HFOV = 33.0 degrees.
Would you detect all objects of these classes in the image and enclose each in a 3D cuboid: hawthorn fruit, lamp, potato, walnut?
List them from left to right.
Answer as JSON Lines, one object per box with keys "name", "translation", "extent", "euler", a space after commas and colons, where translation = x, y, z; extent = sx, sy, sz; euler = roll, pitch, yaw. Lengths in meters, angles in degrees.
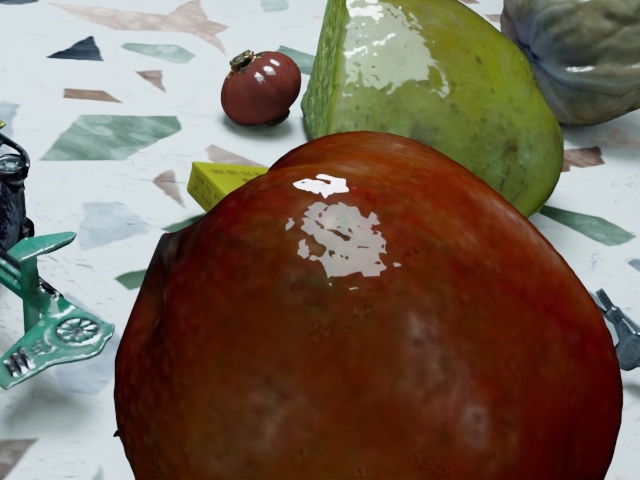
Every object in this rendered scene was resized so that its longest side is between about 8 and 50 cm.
{"name": "lamp", "translation": [-0.070, -0.177, 1.252], "extent": [0.101, 0.090, 0.101], "euler": [-26, 23, 12]}
{"name": "hawthorn fruit", "translation": [0.032, 0.072, 0.674], "extent": [0.311, 0.295, 0.295], "euler": [9, 29, -9]}
{"name": "potato", "translation": [0.136, -0.161, 1.142], "extent": [0.280, 0.213, 0.330], "euler": [13, 21, -7]}
{"name": "walnut", "translation": [0.354, -0.271, 1.391], "extent": [0.248, 0.248, 0.248], "euler": [8, 30, -5]}

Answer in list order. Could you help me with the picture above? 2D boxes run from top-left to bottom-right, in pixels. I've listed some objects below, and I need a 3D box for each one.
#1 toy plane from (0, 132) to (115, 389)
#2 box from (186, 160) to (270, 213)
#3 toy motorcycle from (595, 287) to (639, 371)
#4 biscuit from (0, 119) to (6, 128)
{"name": "toy plane", "translation": [-0.292, -0.004, 0.876], "extent": [0.381, 0.106, 0.155], "euler": [32, 42, 31]}
{"name": "box", "translation": [0.000, 0.000, 0.977], "extent": [0.153, 0.041, 0.279], "euler": [2, 24, -31]}
{"name": "toy motorcycle", "translation": [0.347, 0.108, 0.894], "extent": [0.157, 0.091, 0.263], "euler": [-10, 38, -25]}
{"name": "biscuit", "translation": [-0.448, -0.091, 1.043], "extent": [0.292, 0.026, 0.048], "euler": [-19, 47, -40]}
